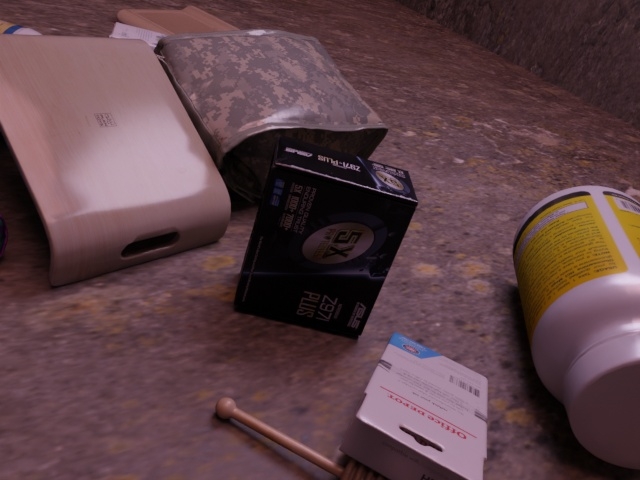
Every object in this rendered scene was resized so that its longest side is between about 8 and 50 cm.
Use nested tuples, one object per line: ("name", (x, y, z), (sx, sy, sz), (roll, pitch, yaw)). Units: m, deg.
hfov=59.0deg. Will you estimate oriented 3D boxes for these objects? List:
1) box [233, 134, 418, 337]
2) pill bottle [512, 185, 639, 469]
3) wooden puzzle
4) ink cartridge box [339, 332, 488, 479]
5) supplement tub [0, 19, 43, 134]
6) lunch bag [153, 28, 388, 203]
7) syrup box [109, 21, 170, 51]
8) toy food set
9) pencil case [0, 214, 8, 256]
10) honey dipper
("box", (0.000, 0.000, 0.604), (0.147, 0.180, 0.078), (15, 30, -9))
("pill bottle", (0.334, 0.083, 0.656), (0.187, 0.188, 0.334), (20, 31, 1))
("wooden puzzle", (-0.323, -0.499, 1.351), (0.220, 0.044, 0.238), (32, 37, 19))
("ink cartridge box", (0.083, 0.155, 0.485), (0.104, 0.060, 0.180), (26, 17, 11))
("supplement tub", (-0.469, -0.226, 0.731), (0.199, 0.144, 0.144), (15, 31, -8))
("lunch bag", (-0.087, -0.185, 0.830), (0.286, 0.169, 0.235), (-8, 54, -41))
("syrup box", (-0.263, -0.311, 1.029), (0.236, 0.096, 0.093), (7, 31, -19))
("toy food set", (-0.262, -0.111, 0.656), (0.219, 0.092, 0.306), (-18, 74, -46))
("pencil case", (-0.381, -0.023, 0.538), (0.151, 0.065, 0.070), (21, 11, 4))
("honey dipper", (-0.018, 0.172, 0.472), (0.160, 0.031, 0.030), (26, 31, 15))
